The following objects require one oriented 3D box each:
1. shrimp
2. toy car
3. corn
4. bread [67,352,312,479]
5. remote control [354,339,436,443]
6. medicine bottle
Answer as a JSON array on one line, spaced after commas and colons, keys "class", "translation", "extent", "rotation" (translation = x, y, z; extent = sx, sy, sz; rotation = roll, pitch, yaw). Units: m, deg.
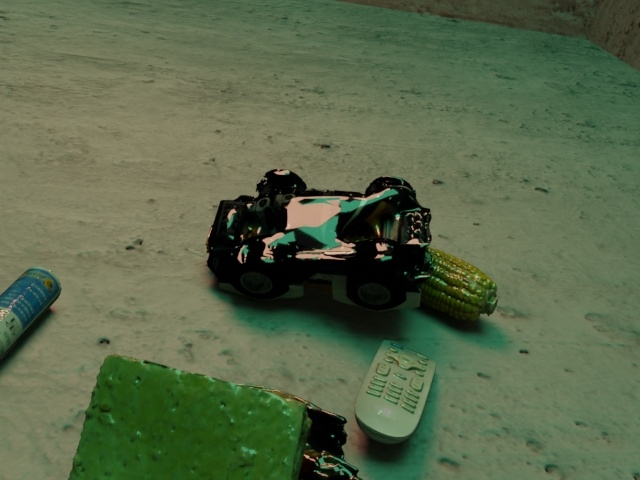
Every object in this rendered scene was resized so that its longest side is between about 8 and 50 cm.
[{"class": "shrimp", "translation": [-0.043, 0.203, 0.959], "extent": [0.289, 0.075, 0.178], "rotation": [10, 20, 25]}, {"class": "toy car", "translation": [-0.001, 0.001, 1.276], "extent": [0.301, 0.118, 0.193], "rotation": [2, 47, 10]}, {"class": "corn", "translation": [0.142, 0.043, 1.344], "extent": [0.238, 0.080, 0.080], "rotation": [28, 29, 33]}, {"class": "bread", "translation": [-0.107, 0.184, 0.835], "extent": [0.196, 0.138, 0.102], "rotation": [11, -10, 15]}, {"class": "remote control", "translation": [0.084, 0.173, 1.101], "extent": [0.073, 0.044, 0.229], "rotation": [20, 18, 7]}, {"class": "medicine bottle", "translation": [-0.342, 0.089, 1.051], "extent": [0.051, 0.051, 0.191], "rotation": [16, 25, 5]}]
